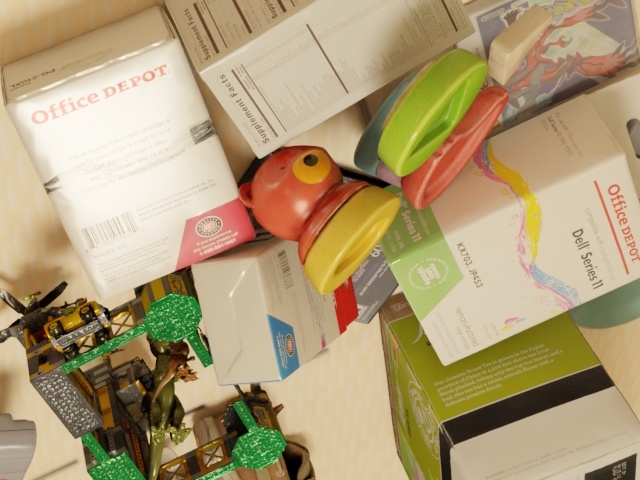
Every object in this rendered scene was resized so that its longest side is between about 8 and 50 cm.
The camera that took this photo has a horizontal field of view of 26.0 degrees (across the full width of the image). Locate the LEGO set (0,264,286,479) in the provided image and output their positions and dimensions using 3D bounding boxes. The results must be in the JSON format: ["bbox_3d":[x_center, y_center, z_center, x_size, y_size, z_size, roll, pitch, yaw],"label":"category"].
[{"bbox_3d":[-0.197,0.135,1.543,0.255,0.192,0.331,-33,127,6],"label":"LEGO set"}]

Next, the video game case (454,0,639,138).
[{"bbox_3d":[0.249,-0.217,1.518,0.201,0.023,0.183,-25,137,-1],"label":"video game case"}]

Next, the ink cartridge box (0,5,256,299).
[{"bbox_3d":[-0.186,-0.085,1.353,0.172,0.100,0.237,-22,123,-3],"label":"ink cartridge box"}]

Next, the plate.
[{"bbox_3d":[0.403,0.047,1.844,0.188,0.024,0.188,-13,137,-12],"label":"plate"}]

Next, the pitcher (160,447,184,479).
[{"bbox_3d":[-0.204,0.378,1.835,0.177,0.125,0.207,-19,130,24],"label":"pitcher"}]

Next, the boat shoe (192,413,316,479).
[{"bbox_3d":[-0.058,0.327,1.841,0.116,0.123,0.324,-28,139,-1],"label":"boat shoe"}]

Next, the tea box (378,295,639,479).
[{"bbox_3d":[0.238,0.259,1.757,0.220,0.323,0.329,-18,136,-9],"label":"tea box"}]

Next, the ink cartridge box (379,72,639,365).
[{"bbox_3d":[0.254,-0.023,1.581,0.353,0.119,0.207,-26,133,6],"label":"ink cartridge box"}]

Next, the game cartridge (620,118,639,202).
[{"bbox_3d":[0.462,-0.090,1.720,0.297,0.062,0.198,4,126,-28],"label":"game cartridge"}]

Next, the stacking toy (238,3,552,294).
[{"bbox_3d":[0.071,-0.125,1.371,0.309,0.130,0.279,-39,163,-46],"label":"stacking toy"}]

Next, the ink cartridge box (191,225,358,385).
[{"bbox_3d":[-0.042,0.056,1.485,0.078,0.231,0.134,-8,99,24],"label":"ink cartridge box"}]

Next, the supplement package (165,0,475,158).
[{"bbox_3d":[-0.003,-0.217,1.319,0.244,0.134,0.139,-30,137,4],"label":"supplement package"}]

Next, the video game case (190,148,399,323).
[{"bbox_3d":[0.000,0.000,1.615,0.274,0.026,0.196,15,124,-36],"label":"video game case"}]

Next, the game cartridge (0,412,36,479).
[{"bbox_3d":[-0.455,0.288,1.611,0.196,0.060,0.294,4,146,-22],"label":"game cartridge"}]
